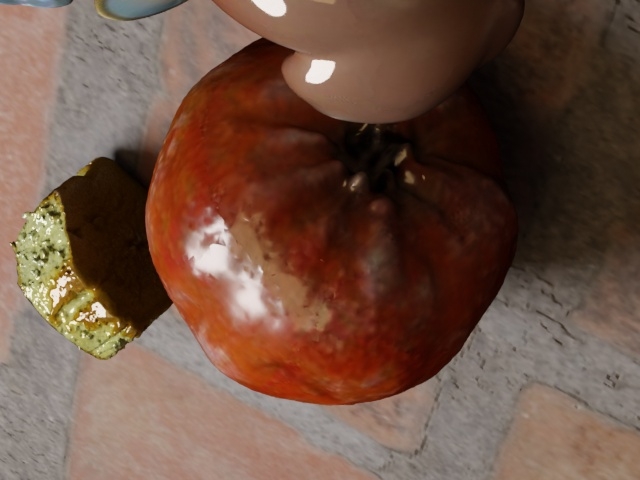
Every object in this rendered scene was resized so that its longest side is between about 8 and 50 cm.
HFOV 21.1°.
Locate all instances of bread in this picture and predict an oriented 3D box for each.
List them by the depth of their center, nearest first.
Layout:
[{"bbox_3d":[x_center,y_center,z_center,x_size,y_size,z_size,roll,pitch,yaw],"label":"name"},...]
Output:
[{"bbox_3d":[-0.165,0.012,1.290,0.128,0.140,0.069,45,127,-9],"label":"bread"}]

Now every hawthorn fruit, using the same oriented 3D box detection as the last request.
[{"bbox_3d":[0.000,0.000,1.121,0.242,0.242,0.272,39,150,6],"label":"hawthorn fruit"}]

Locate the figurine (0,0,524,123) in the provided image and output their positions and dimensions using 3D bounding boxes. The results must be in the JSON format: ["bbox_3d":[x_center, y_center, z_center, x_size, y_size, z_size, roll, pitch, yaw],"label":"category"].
[{"bbox_3d":[-0.018,-0.204,0.956,0.388,0.276,0.248,24,109,34],"label":"figurine"}]
